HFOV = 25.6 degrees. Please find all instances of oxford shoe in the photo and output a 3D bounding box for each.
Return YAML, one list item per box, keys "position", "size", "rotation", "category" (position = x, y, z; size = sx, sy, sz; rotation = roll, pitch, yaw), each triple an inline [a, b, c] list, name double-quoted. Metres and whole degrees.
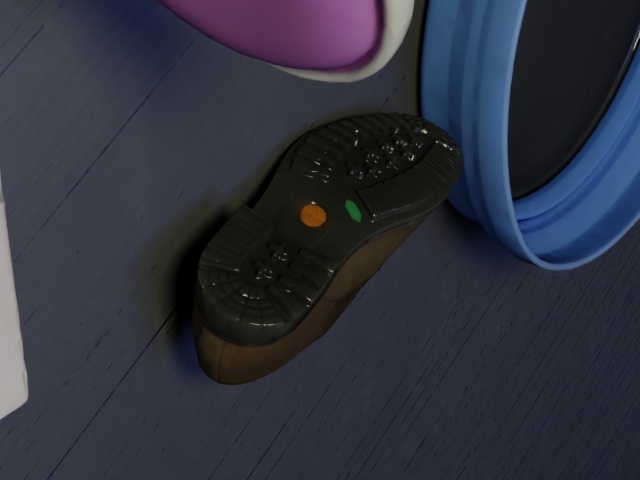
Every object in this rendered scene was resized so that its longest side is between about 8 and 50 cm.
- position: [0.000, 0.000, 0.805]
  size: [0.227, 0.083, 0.096]
  rotation: [-39, 159, -38]
  category: "oxford shoe"

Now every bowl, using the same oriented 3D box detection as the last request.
- position: [0.199, -0.173, 0.985]
  size: [0.391, 0.077, 0.391]
  rotation: [-36, 137, -41]
  category: "bowl"

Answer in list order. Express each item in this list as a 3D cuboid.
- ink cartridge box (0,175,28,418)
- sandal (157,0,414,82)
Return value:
- position: [-0.212, 0.031, 0.499]
  size: [0.232, 0.066, 0.189]
  rotation: [-39, 140, -45]
  category: "ink cartridge box"
- position: [-0.111, -0.173, 0.425]
  size: [0.102, 0.169, 0.416]
  rotation: [-58, 136, -21]
  category: "sandal"
